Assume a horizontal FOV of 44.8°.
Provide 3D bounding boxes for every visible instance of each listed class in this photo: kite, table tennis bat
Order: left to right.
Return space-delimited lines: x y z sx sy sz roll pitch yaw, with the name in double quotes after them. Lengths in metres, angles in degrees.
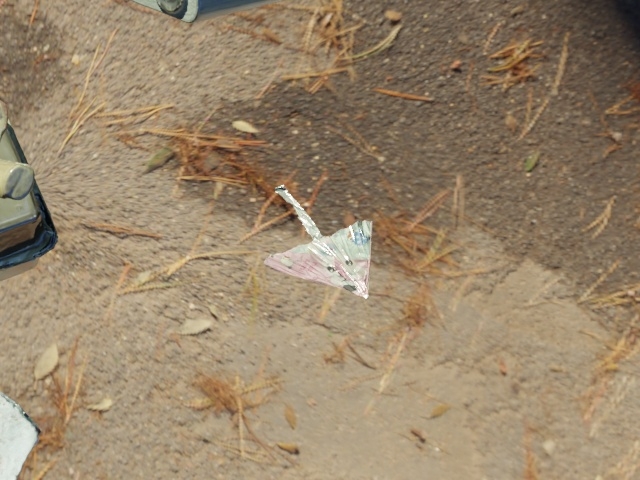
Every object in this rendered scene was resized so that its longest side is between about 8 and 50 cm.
-0.310 -0.065 0.684 0.022 0.246 0.138 30 79 -41 "table tennis bat"
0.000 0.000 0.763 0.139 0.011 0.157 -18 57 -34 "kite"

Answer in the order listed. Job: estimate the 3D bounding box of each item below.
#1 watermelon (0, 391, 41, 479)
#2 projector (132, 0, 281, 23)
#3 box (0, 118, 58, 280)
-0.395 0.208 0.770 0.213 0.289 0.320 1 111 -13 "watermelon"
-0.177 -0.398 1.086 0.198 0.250 0.108 -28 134 -38 "projector"
-0.502 -0.074 1.040 0.220 0.166 0.291 -20 75 -32 "box"
